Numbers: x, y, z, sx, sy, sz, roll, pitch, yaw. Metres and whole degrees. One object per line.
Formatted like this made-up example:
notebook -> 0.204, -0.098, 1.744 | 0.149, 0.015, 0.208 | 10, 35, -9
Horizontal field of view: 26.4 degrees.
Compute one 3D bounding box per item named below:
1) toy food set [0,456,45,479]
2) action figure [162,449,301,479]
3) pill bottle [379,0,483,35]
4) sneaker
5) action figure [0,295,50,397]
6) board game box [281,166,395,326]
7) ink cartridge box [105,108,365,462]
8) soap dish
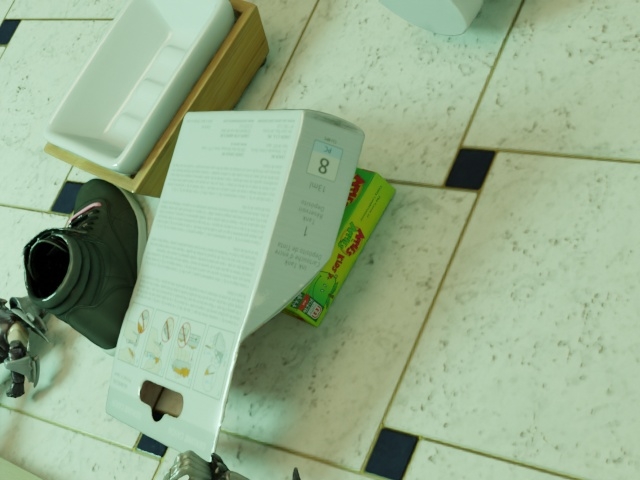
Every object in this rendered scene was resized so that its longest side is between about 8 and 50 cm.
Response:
toy food set -> -0.398, 0.375, 1.599 | 0.306, 0.092, 0.219 | 14, 59, 43
action figure -> -0.107, 0.305, 1.353 | 0.276, 0.141, 0.164 | -27, 46, 28
pill bottle -> 0.187, -0.412, 1.570 | 0.188, 0.188, 0.334 | 19, 75, 46
sneaker -> -0.303, -0.001, 1.724 | 0.105, 0.147, 0.295 | -34, 44, 19
action figure -> -0.452, 0.169, 1.759 | 0.285, 0.099, 0.185 | -46, 26, -23
board game box -> 0.000, 0.000, 1.545 | 0.092, 0.043, 0.181 | 20, 76, 45
ink cartridge box -> -0.106, 0.044, 1.543 | 0.308, 0.091, 0.384 | 9, 84, 60
soap dish -> -0.215, -0.199, 1.809 | 0.229, 0.118, 0.290 | 23, 77, 46
